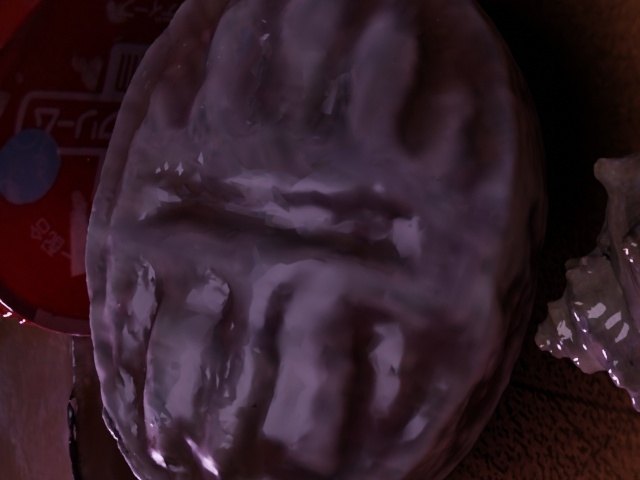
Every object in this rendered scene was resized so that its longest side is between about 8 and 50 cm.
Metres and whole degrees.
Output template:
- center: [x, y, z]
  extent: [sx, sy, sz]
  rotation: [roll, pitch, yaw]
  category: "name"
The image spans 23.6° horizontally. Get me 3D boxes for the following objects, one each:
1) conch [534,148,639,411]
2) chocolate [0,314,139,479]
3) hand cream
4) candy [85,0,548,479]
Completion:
- center: [0.203, 0.031, 0.613]
  extent: [0.245, 0.163, 0.178]
  rotation: [-18, 113, 25]
  category: "conch"
- center: [-0.149, 0.165, 0.962]
  extent: [0.161, 0.083, 0.261]
  rotation: [2, 94, 56]
  category: "chocolate"
- center: [-0.142, -0.072, 0.848]
  extent: [0.149, 0.230, 0.230]
  rotation: [24, 108, 42]
  category: "hand cream"
- center: [0.000, 0.000, 0.748]
  extent: [0.214, 0.157, 0.289]
  rotation: [10, 83, 21]
  category: "candy"
